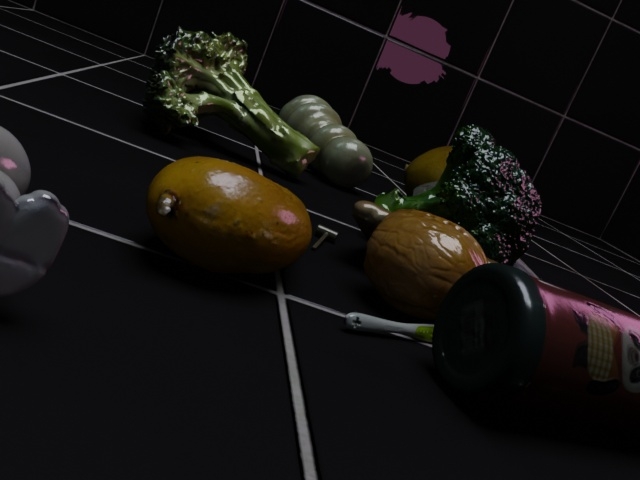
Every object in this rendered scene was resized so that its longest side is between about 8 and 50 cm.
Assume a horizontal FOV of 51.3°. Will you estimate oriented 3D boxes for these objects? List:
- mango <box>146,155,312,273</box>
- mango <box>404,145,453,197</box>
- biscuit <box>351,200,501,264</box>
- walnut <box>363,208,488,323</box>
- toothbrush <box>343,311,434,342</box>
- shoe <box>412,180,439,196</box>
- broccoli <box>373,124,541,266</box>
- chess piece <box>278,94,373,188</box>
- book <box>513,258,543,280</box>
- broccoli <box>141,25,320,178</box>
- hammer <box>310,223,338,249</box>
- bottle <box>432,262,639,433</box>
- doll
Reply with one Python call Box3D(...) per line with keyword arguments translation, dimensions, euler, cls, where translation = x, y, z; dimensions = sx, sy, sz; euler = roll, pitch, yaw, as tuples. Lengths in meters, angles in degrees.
Box3D(translation=(-0.093, -0.029, 0.779), dimensions=(0.176, 0.119, 0.317), euler=(19, 7, 15), cls="mango")
Box3D(translation=(0.345, -0.132, 1.722), dimensions=(0.301, 0.221, 0.445), euler=(11, 7, -20), cls="mango")
Box3D(translation=(0.204, 0.036, 1.031), dimensions=(0.324, 0.044, 0.217), euler=(27, -6, 18), cls="biscuit")
Box3D(translation=(0.136, 0.035, 0.860), dimensions=(0.180, 0.144, 0.144), euler=(38, 20, 35), cls="walnut")
Box3D(translation=(0.125, 0.109, 0.805), dimensions=(0.262, 0.022, 0.026), euler=(13, 5, -37), cls="toothbrush")
Box3D(translation=(0.255, -0.030, 1.455), dimensions=(0.099, 0.126, 0.228), euler=(-10, 36, 12), cls="shoe")
Box3D(translation=(0.249, -0.064, 1.216), dimensions=(0.297, 0.298, 0.297), euler=(2, 9, 14), cls="broccoli")
Box3D(translation=(0.022, -0.247, 1.742), dimensions=(0.182, 0.183, 0.330), euler=(14, 21, -33), cls="chess piece")
Box3D(translation=(0.394, 0.019, 1.437), dimensions=(0.231, 0.026, 0.157), euler=(42, 12, -4), cls="book")
Box3D(translation=(-0.197, -0.317, 1.508), dimensions=(0.396, 0.275, 0.354), euler=(12, 60, -19), cls="broccoli")
Box3D(translation=(0.000, 0.000, 1.043), dimensions=(0.035, 0.019, 0.110), euler=(24, 19, 6), cls="hammer")
Box3D(translation=(0.294, 0.132, 0.735), dimensions=(0.335, 0.144, 0.144), euler=(17, 14, -26), cls="bottle")
Box3D(translation=(-0.309, -0.067, 0.514), dimensions=(0.208, 0.144, 0.271), euler=(26, 5, -31), cls="doll")
